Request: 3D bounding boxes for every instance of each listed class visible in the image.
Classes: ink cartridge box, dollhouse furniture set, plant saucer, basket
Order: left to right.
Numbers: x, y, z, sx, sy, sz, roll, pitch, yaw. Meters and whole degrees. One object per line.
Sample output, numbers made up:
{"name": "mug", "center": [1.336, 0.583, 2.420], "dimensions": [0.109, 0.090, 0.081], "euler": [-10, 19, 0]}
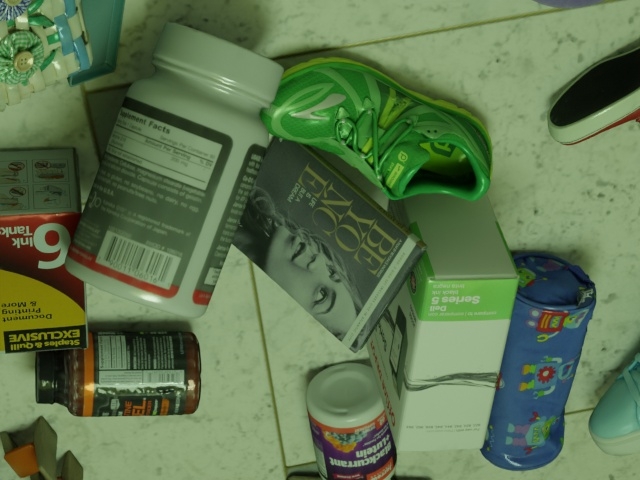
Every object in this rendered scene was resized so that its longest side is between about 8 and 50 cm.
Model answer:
{"name": "basket", "center": [-0.379, -0.238, 1.532], "dimensions": [0.289, 0.201, 0.254], "euler": [-15, 131, -13]}
{"name": "ink cartridge box", "center": [-0.422, 0.046, 1.794], "dimensions": [0.309, 0.130, 0.272], "euler": [-4, 129, -9]}
{"name": "dollhouse furniture set", "center": [-0.425, 0.389, 2.059], "dimensions": [0.262, 0.135, 0.259], "euler": [-22, 129, 6]}
{"name": "plant saucer", "center": [-0.231, -0.252, 1.652], "dimensions": [0.067, 0.018, 0.192], "euler": [-28, 143, -43]}
{"name": "ink cartridge box", "center": [0.141, 0.091, 1.901], "dimensions": [0.115, 0.198, 0.273], "euler": [-1, 127, -11]}

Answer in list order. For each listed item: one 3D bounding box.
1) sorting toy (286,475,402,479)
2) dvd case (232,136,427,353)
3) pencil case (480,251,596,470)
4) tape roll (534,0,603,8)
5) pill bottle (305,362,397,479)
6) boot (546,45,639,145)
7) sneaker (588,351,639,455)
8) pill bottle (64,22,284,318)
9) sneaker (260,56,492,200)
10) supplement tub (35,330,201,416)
{"name": "sorting toy", "center": [-0.009, 0.417, 2.228], "dimensions": [0.307, 0.041, 0.229], "euler": [5, 126, -15]}
{"name": "dvd case", "center": [0.000, 0.000, 1.818], "dimensions": [0.018, 0.221, 0.164], "euler": [-24, 150, -56]}
{"name": "pencil case", "center": [0.276, 0.154, 2.032], "dimensions": [0.133, 0.119, 0.306], "euler": [-8, 129, -16]}
{"name": "tape roll", "center": [0.265, -0.344, 1.662], "dimensions": [0.189, 0.080, 0.189], "euler": [-5, 128, -7]}
{"name": "pill bottle", "center": [0.044, 0.263, 2.076], "dimensions": [0.108, 0.108, 0.193], "euler": [-12, 129, -3]}
{"name": "boot", "center": [0.397, -0.145, 1.845], "dimensions": [0.244, 0.088, 0.176], "euler": [-30, 129, 8]}
{"name": "sneaker", "center": [0.468, 0.123, 2.052], "dimensions": [0.366, 0.135, 0.150], "euler": [-43, 116, 11]}
{"name": "pill bottle", "center": [-0.150, -0.075, 1.677], "dimensions": [0.161, 0.161, 0.283], "euler": [20, 92, -25]}
{"name": "sneaker", "center": [0.070, -0.119, 1.770], "dimensions": [0.296, 0.123, 0.109], "euler": [13, 124, -20]}
{"name": "supplement tub", "center": [-0.249, 0.164, 1.940], "dimensions": [0.198, 0.106, 0.106], "euler": [0, 128, -11]}
